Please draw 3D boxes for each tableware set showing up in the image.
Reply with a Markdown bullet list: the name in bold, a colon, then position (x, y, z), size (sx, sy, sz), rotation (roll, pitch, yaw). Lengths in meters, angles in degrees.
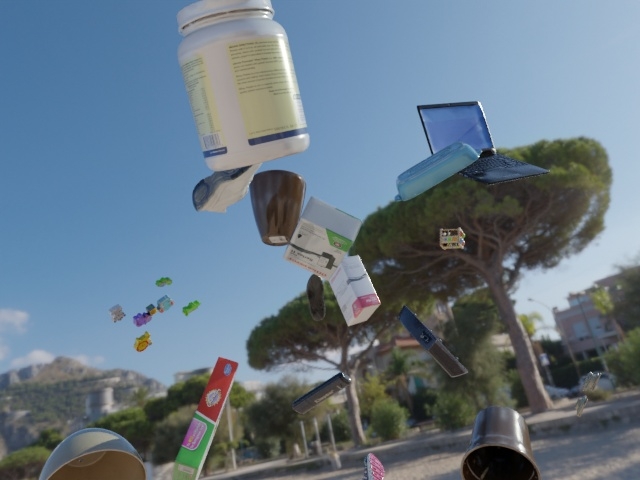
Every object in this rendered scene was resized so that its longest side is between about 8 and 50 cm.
- **tableware set**: position (0.797, 0.460, 1.589), size (0.020, 0.141, 0.169), rotation (22, -5, 23)

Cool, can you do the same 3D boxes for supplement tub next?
- **supplement tub**: position (-0.167, -0.328, 1.132), size (0.235, 0.324, 0.235), rotation (-12, 12, 2)

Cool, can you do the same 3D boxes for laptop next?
- **laptop**: position (0.406, -0.252, 1.328), size (0.234, 0.264, 0.136), rotation (-13, -60, -30)

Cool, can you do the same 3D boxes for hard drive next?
- **hard drive**: position (0.327, 0.302, 1.595), size (0.054, 0.172, 0.254), rotation (-43, 20, 1)

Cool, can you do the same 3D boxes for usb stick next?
- **usb stick**: position (0.003, 0.630, 2.178), size (0.278, 0.045, 0.077), rotation (-37, -63, 19)

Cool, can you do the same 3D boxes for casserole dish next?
- **casserole dish**: position (0.218, -0.138, 1.025), size (0.188, 0.037, 0.114), rotation (-31, 12, 11)

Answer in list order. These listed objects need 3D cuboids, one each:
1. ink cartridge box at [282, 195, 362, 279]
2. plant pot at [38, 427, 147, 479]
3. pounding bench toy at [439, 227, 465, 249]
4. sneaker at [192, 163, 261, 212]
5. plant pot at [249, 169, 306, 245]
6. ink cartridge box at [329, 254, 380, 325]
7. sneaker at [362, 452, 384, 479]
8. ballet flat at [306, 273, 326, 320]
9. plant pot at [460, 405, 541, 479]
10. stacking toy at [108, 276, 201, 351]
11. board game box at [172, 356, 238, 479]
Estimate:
- **ink cartridge box**: position (0.000, 0.000, 1.430), size (0.153, 0.087, 0.208), rotation (25, -37, -2)
- **plant pot**: position (-0.660, 0.652, 1.514), size (0.284, 0.191, 0.284), rotation (-12, -63, -26)
- **pounding bench toy**: position (0.395, -0.001, 1.565), size (0.065, 0.052, 0.083), rotation (-3, -16, 26)
- **sneaker**: position (-0.271, -0.188, 1.642), size (0.297, 0.111, 0.129), rotation (-35, -30, 30)
- **plant pot**: position (-0.156, -0.104, 1.923), size (0.215, 0.230, 0.215), rotation (-1, -23, -1)
- **ink cartridge box**: position (0.123, 0.189, 2.015), size (0.092, 0.218, 0.158), rotation (-12, -28, -26)
- **sneaker**: position (0.130, 0.653, 1.429), size (0.063, 0.170, 0.075), rotation (42, -71, -18)
- **ballet flat**: position (-0.013, 0.178, 1.692), size (0.057, 0.173, 0.049), rotation (6, 27, 17)
- **plant pot**: position (0.412, 0.480, 1.218), size (0.167, 0.167, 0.165), rotation (-22, 12, 25)
- **stacking toy**: position (-0.489, 0.210, 1.562), size (0.221, 0.167, 0.052), rotation (-35, -37, -31)
- **board game box**: position (-0.332, 0.532, 1.528), size (0.064, 0.316, 0.242), rotation (20, -44, -2)
